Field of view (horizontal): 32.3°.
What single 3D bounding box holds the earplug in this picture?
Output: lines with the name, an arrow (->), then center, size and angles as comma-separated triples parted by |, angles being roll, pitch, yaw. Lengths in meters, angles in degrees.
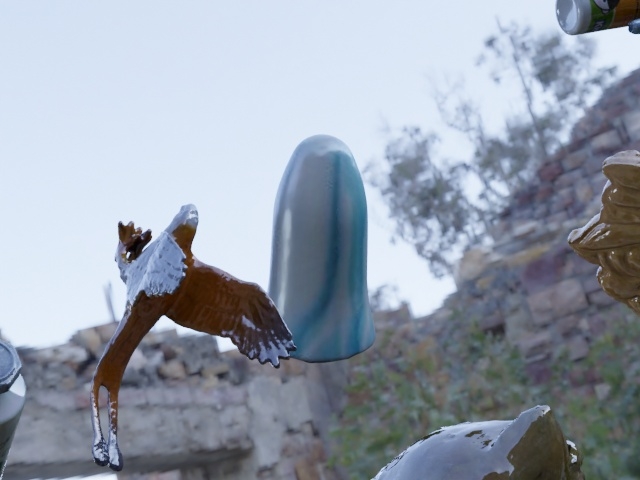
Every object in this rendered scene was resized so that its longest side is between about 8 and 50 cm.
earplug -> 0.000, 0.000, 1.655 | 0.185, 0.323, 0.185 | 2, 23, -1

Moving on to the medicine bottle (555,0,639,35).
medicine bottle -> 0.402, -0.286, 1.344 | 0.221, 0.092, 0.061 | -13, -38, -18

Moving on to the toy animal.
toy animal -> -0.227, 0.108, 1.484 | 0.284, 0.302, 0.225 | -46, -47, 12

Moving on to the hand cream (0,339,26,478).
hand cream -> -0.257, 0.172, 0.791 | 0.059, 0.095, 0.276 | 2, -44, -24

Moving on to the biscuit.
biscuit -> 0.327, 0.022, 1.043 | 0.162, 0.250, 0.035 | -10, 35, 40

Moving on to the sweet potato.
sweet potato -> 0.060, 0.221, 0.645 | 0.131, 0.130, 0.422 | -11, -33, -17
